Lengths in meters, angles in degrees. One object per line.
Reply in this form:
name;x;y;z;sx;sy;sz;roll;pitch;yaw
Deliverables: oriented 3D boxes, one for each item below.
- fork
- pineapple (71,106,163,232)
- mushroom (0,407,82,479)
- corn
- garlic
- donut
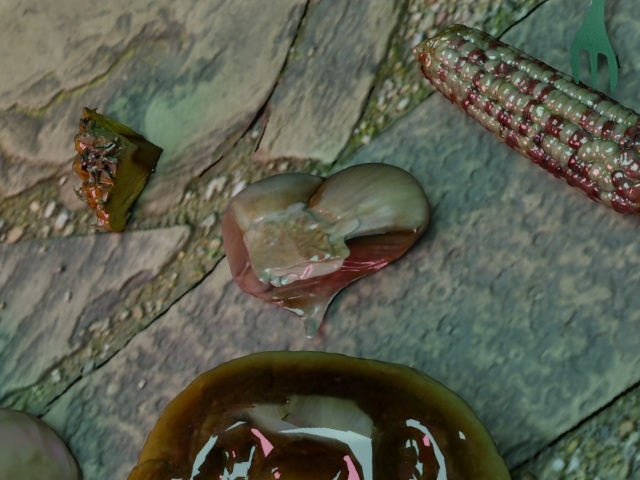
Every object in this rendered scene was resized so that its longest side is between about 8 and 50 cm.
fork;0.219;-0.212;1.338;0.039;0.021;0.235;14;64;-9
pineapple;-0.171;-0.069;1.431;0.077;0.114;0.114;-6;79;1
mushroom;-0.296;0.189;1.372;0.162;0.173;0.236;-13;72;16
corn;0.169;-0.096;1.311;0.237;0.079;0.079;35;91;25
garlic;0.002;-0.003;1.352;0.175;0.099;0.124;-13;53;14
donut;-0.009;0.238;1.267;0.330;0.160;0.330;-2;75;9
